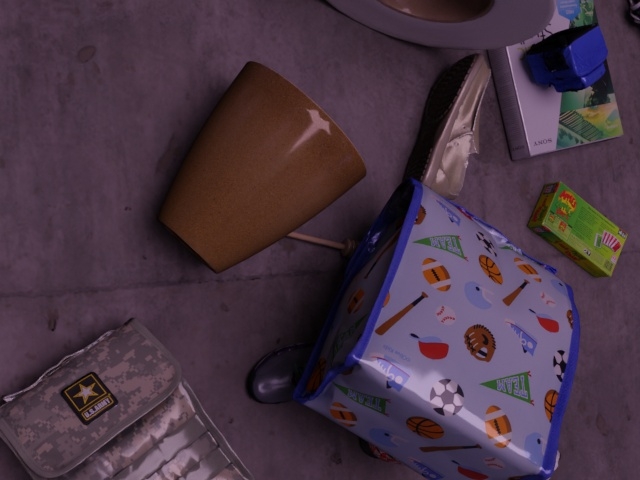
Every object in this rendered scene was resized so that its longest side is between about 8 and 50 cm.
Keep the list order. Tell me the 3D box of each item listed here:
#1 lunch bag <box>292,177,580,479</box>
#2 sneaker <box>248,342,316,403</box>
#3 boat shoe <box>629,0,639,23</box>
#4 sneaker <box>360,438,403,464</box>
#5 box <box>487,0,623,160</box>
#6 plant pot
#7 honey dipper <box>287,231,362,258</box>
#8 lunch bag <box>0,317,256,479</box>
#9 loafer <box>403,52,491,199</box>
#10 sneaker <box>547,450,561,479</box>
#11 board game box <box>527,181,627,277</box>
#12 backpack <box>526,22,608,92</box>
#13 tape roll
[{"bbox_3d":[0.187,0.131,1.444,0.328,0.239,0.385,32,54,-12],"label":"lunch bag"},{"bbox_3d":[0.002,0.189,1.517,0.224,0.098,0.083,-18,93,-28],"label":"sneaker"},{"bbox_3d":[0.633,-0.449,1.925,0.084,0.095,0.258,-19,84,-24],"label":"boat shoe"},{"bbox_3d":[0.211,0.320,1.588,0.270,0.145,0.090,7,82,-27],"label":"sneaker"},{"bbox_3d":[0.415,-0.320,1.808,0.232,0.058,0.321,-14,93,-28],"label":"box"},{"bbox_3d":[-0.105,-0.084,1.434,0.254,0.237,0.237,-47,107,-9],"label":"plant pot"},{"bbox_3d":[0.000,0.000,1.575,0.161,0.030,0.030,15,78,-23],"label":"honey dipper"},{"bbox_3d":[-0.267,0.274,1.333,0.235,0.169,0.287,-36,94,-22],"label":"lunch bag"},{"bbox_3d":[0.224,-0.183,1.676,0.092,0.102,0.268,26,83,-25],"label":"loafer"},{"bbox_3d":[0.308,0.416,1.673,0.106,0.078,0.234,44,64,-14],"label":"sneaker"},{"bbox_3d":[0.466,-0.018,1.813,0.181,0.043,0.092,34,70,-21],"label":"board game box"},{"bbox_3d":[0.414,-0.305,1.709,0.098,0.120,0.101,-29,108,-29],"label":"backpack"},{"bbox_3d":[0.165,-0.405,1.497,0.392,0.392,0.072,22,76,-24],"label":"tape roll"}]
